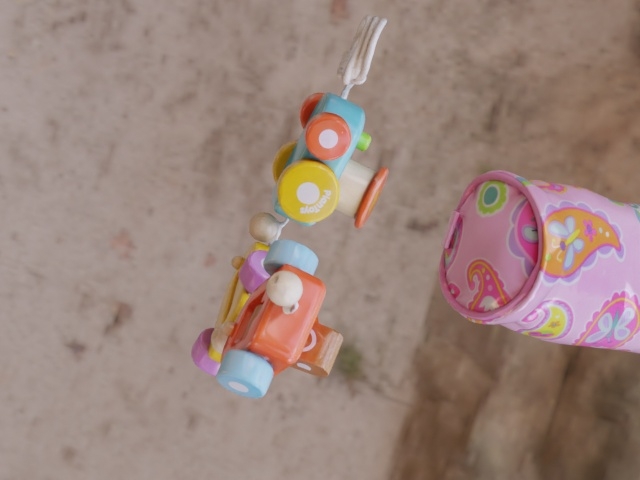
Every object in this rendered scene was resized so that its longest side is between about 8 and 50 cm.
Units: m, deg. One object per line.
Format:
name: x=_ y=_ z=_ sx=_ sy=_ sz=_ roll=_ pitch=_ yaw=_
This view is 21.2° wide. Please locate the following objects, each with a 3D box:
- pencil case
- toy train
pencil case: x=0.224 y=0.024 z=1.344 sx=0.284 sy=0.124 sz=0.124 roll=9 pitch=95 yaw=-40
toy train: x=0.000 y=0.000 z=0.665 sx=0.046 sy=0.125 sz=0.166 roll=27 pitch=61 yaw=-10
